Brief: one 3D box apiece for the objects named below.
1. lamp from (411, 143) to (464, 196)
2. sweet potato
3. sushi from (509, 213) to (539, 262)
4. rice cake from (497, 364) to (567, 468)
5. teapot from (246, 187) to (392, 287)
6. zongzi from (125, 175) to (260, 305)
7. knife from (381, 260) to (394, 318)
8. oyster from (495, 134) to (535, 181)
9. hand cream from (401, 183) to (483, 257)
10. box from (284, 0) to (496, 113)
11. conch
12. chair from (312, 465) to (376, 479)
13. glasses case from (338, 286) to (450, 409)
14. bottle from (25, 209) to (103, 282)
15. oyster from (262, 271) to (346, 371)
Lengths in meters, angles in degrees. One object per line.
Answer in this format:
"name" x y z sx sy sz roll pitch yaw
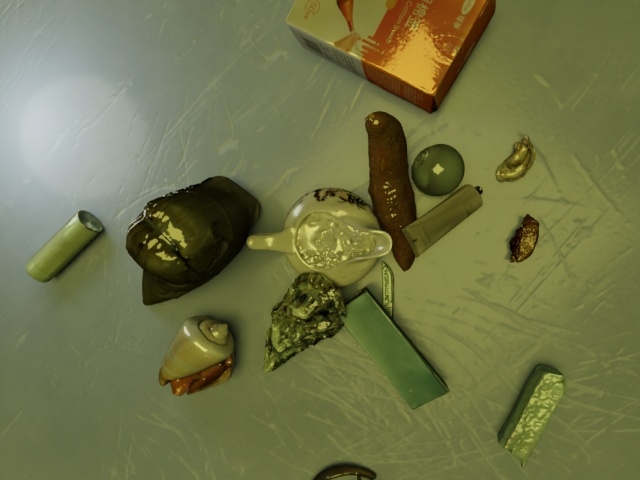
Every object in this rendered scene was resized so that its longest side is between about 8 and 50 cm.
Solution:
"lamp" 0.235 -0.141 0.951 0.105 0.105 0.105 1 92 13
"sweet potato" 0.142 -0.102 0.962 0.092 0.114 0.341 -10 117 9
"sushi" 0.403 -0.001 0.945 0.047 0.050 0.099 14 89 6
"rice cake" 0.421 0.343 0.948 0.063 0.069 0.206 26 100 9
"teapot" 0.000 0.000 0.982 0.300 0.166 0.208 -4 108 11
"zongzi" -0.316 0.052 0.960 0.174 0.356 0.393 45 103 -2
"knife" 0.146 0.150 1.028 0.028 0.015 0.210 0 92 18
"oyster" 0.394 -0.160 0.958 0.083 0.038 0.080 -21 76 38
"hand cream" 0.251 -0.048 0.957 0.186 0.054 0.087 -37 126 -4
"box" 0.138 -0.435 0.944 0.342 0.143 0.224 30 99 9
"conch" -0.281 0.256 1.093 0.158 0.127 0.255 41 126 -21
"chair" 0.060 0.632 0.975 0.188 0.272 0.166 -32 114 13
"glasses case" 0.152 0.223 1.004 0.105 0.056 0.266 -40 89 31
"bottle" -0.633 0.015 1.171 0.202 0.072 0.072 -40 83 11
"oyster" -0.049 0.170 1.014 0.252 0.087 0.199 -17 114 24
